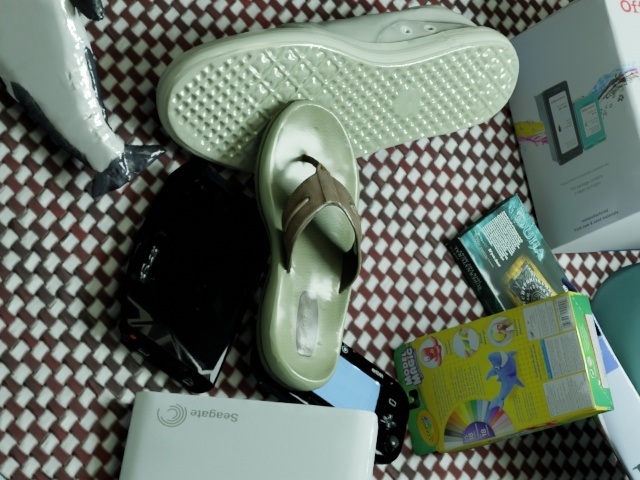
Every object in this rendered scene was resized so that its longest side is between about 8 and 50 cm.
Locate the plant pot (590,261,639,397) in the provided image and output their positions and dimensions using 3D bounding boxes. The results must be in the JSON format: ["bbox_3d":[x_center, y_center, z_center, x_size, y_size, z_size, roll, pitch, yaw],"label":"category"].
[{"bbox_3d":[0.498,0.133,2.141,0.293,0.235,0.293,15,64,-33],"label":"plant pot"}]

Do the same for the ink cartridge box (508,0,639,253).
[{"bbox_3d":[0.371,-0.142,2.175,0.198,0.197,0.270,-1,73,-38],"label":"ink cartridge box"}]

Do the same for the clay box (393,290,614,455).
[{"bbox_3d":[0.190,0.145,1.911,0.053,0.222,0.127,9,66,-55],"label":"clay box"}]

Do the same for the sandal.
[{"bbox_3d":[0.001,0.001,1.828,0.120,0.086,0.303,10,71,-30],"label":"sandal"}]

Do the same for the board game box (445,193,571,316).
[{"bbox_3d":[0.236,0.052,2.102,0.126,0.026,0.186,-35,95,-42],"label":"board game box"}]

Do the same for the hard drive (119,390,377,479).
[{"bbox_3d":[-0.083,0.313,1.634,0.233,0.047,0.353,4,61,7],"label":"hard drive"}]

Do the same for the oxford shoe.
[{"bbox_3d":[0.011,-0.175,1.958,0.449,0.169,0.130,-11,38,-33],"label":"oxford shoe"}]

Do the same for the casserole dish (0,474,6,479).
[{"bbox_3d":[-0.339,0.217,1.567,0.188,0.037,0.114,41,51,-18],"label":"casserole dish"}]

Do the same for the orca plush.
[{"bbox_3d":[-0.250,-0.192,1.766,0.287,0.151,0.102,47,19,-10],"label":"orca plush"}]

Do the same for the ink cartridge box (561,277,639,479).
[{"bbox_3d":[0.333,0.193,1.995,0.311,0.065,0.186,61,5,-3],"label":"ink cartridge box"}]

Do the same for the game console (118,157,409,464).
[{"bbox_3d":[-0.043,0.092,1.851,0.361,0.044,0.213,37,53,-22],"label":"game console"}]
